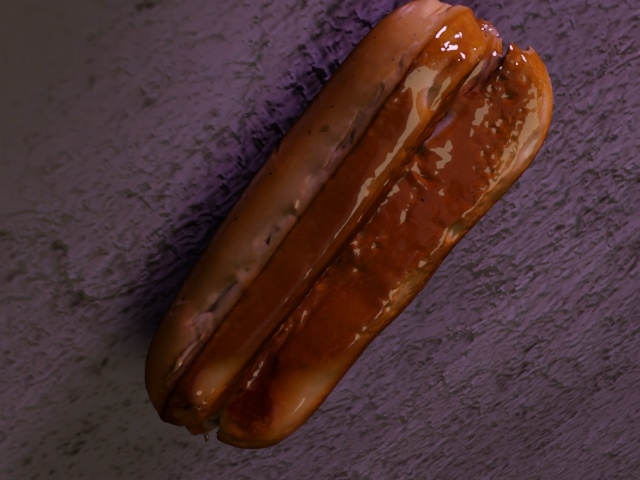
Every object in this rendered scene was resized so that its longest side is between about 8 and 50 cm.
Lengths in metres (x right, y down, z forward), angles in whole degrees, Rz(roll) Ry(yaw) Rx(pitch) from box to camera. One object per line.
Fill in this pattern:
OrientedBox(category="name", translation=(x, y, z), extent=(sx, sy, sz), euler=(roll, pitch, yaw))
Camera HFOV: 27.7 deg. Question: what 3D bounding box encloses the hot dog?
OrientedBox(category="hot dog", translation=(0.000, 0.000, 0.794), extent=(0.135, 0.100, 0.337), euler=(21, 117, -37))
